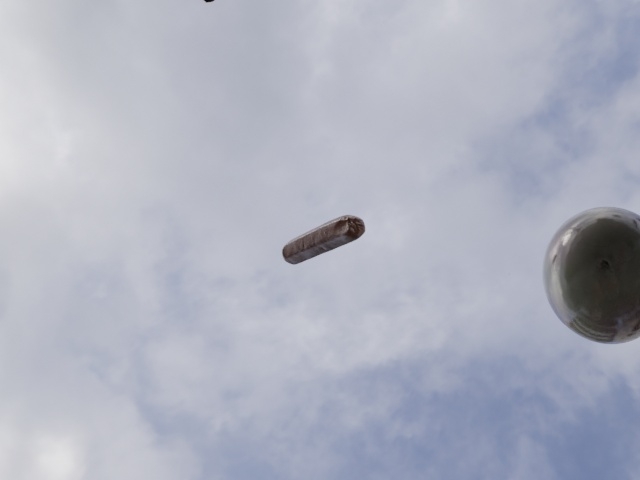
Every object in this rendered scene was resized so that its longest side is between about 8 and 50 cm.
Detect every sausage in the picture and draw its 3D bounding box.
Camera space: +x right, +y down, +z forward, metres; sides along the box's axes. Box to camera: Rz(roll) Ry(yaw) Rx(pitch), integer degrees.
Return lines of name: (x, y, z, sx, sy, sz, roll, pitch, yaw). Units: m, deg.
sausage: (0.000, 0.000, 0.700, 0.147, 0.030, 0.035, -21, -109, 52)

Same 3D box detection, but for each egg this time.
egg: (0.248, 0.032, 0.517, 0.103, 0.135, 0.103, -15, -141, 12)

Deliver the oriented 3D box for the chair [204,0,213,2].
chair: (-0.206, -0.534, 0.851, 0.176, 0.326, 0.183, -34, -119, -9)
